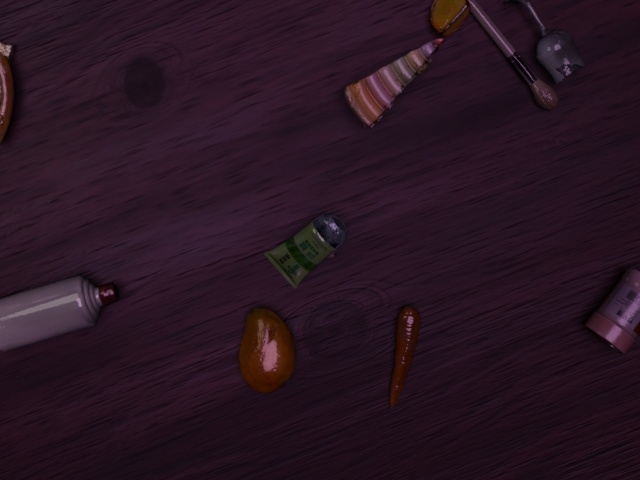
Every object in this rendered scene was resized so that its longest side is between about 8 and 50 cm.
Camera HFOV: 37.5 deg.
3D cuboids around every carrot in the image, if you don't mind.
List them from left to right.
[{"bbox_3d":[0.165,0.236,1.895,0.048,0.048,0.216,8,98,-3],"label":"carrot"}]

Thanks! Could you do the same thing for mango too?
[{"bbox_3d":[-0.102,0.218,1.858,0.115,0.089,0.165,12,90,6],"label":"mango"}]

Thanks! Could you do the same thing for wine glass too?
[{"bbox_3d":[0.441,-0.405,1.845,0.079,0.079,0.196,-34,94,0],"label":"wine glass"}]

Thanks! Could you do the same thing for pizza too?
[{"bbox_3d":[-0.681,-0.274,1.787,0.195,0.052,0.185,5,93,-1],"label":"pizza"}]

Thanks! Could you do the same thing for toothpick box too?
[{"bbox_3d":[0.610,0.140,1.880,0.098,0.098,0.149,37,91,-5],"label":"toothpick box"}]

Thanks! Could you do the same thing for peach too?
[{"bbox_3d":[0.256,-0.441,1.846,0.077,0.050,0.083,2,84,20],"label":"peach"}]

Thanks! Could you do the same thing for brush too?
[{"bbox_3d":[0.369,-0.377,1.868,0.039,0.042,0.299,-41,91,-14],"label":"brush"}]

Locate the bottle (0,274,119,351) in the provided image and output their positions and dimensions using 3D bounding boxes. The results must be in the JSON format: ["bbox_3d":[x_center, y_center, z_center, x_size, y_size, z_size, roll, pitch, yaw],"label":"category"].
[{"bbox_3d":[-0.511,0.133,1.821,0.245,0.104,0.104,-16,95,-2],"label":"bottle"}]

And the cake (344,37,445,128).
[{"bbox_3d":[0.139,-0.326,1.819,0.090,0.109,0.225,43,91,-4],"label":"cake"}]

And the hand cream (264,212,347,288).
[{"bbox_3d":[-0.023,0.015,1.845,0.175,0.046,0.095,-39,97,27],"label":"hand cream"}]

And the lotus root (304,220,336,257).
[{"bbox_3d":[0.001,-0.001,1.874,0.037,0.030,0.083,-34,93,25],"label":"lotus root"}]

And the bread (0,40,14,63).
[{"bbox_3d":[-0.643,-0.315,1.822,0.068,0.028,0.154,16,94,-4],"label":"bread"}]
